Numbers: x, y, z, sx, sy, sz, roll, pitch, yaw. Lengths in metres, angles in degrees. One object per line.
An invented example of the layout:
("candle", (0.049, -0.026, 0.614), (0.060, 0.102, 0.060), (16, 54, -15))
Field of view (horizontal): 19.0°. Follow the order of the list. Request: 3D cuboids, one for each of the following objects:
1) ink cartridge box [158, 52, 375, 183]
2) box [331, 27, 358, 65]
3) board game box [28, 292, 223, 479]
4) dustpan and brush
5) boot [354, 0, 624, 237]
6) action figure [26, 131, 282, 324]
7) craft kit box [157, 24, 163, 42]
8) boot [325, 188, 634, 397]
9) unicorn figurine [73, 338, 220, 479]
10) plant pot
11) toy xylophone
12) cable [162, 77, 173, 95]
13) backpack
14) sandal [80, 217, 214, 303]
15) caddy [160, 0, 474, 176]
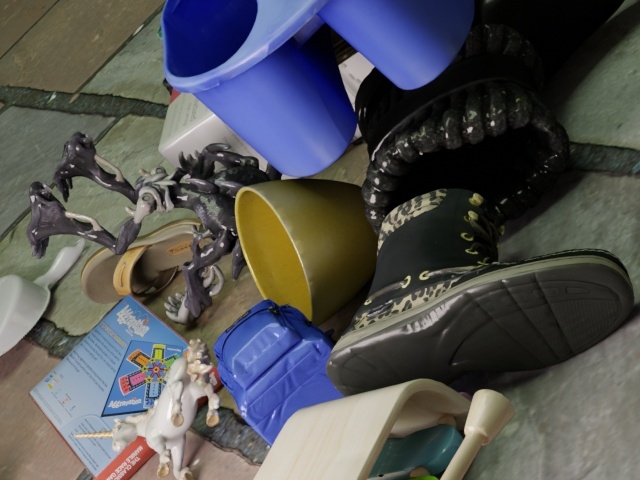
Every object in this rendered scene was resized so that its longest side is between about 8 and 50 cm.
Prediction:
("ink cartridge box", (-0.013, -0.173, 1.949), (0.283, 0.117, 0.207), (-33, 24, 21))
("box", (0.035, -0.232, 1.793), (0.164, 0.021, 0.201), (-33, 27, 26))
("board game box", (-0.186, 0.137, 1.783), (0.145, 0.027, 0.281), (-46, 22, -6))
("dustpan and brush", (-0.335, 0.067, 2.140), (0.147, 0.060, 0.211), (-6, 48, 54))
("boot", (0.165, -0.152, 1.586), (0.348, 0.131, 0.260), (-49, 13, 13))
("action figure", (-0.127, -0.020, 1.806), (0.276, 0.141, 0.164), (10, 58, 12))
("craft kit box", (-0.093, -0.332, 2.409), (0.250, 0.061, 0.246), (-40, 8, 5))
("boot", (0.121, 0.018, 1.395), (0.236, 0.085, 0.178), (-21, 30, 28))
("unicorn figurine", (-0.128, 0.149, 1.589), (0.162, 0.060, 0.111), (-51, 31, 16))
("plant pot", (0.000, 0.000, 1.621), (0.095, 0.134, 0.134), (-24, 16, -20))
("toy xylophone", (0.016, 0.207, 1.244), (0.236, 0.081, 0.322), (-12, 37, 51))
("cable", (-0.128, -0.211, 2.270), (0.139, 0.072, 0.287), (-44, 22, 0))
("backpack", (-0.031, 0.097, 1.506), (0.098, 0.101, 0.120), (-36, 17, -2))
("sandal", (-0.174, 0.029, 1.928), (0.180, 0.072, 0.049), (-22, 50, 32))
("caddy", (-0.019, -0.211, 1.599), (0.241, 0.179, 0.341), (-39, 24, 13))
